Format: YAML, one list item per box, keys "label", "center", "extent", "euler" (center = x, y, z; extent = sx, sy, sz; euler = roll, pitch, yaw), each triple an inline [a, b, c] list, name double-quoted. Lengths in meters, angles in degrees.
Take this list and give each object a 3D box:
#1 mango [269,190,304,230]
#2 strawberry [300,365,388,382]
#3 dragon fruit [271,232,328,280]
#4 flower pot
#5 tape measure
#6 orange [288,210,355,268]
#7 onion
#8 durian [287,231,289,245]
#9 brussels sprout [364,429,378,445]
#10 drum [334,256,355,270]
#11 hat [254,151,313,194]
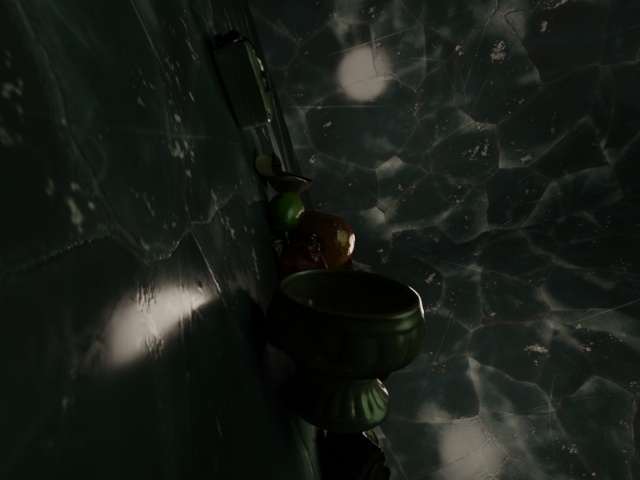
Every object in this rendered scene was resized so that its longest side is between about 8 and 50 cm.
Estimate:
- label: "mango"
  center: [-0.100, -0.083, 1.202]
  extent: [0.178, 0.100, 0.119]
  euler: [-73, 151, -70]
- label: "strawberry"
  center: [0.074, 0.325, 1.044]
  extent: [0.205, 0.244, 0.205]
  euler: [-16, 90, -89]
- label: "dragon fruit"
  center: [-0.033, 0.094, 1.136]
  extent: [0.211, 0.147, 0.282]
  euler: [-100, 176, -51]
- label: "flower pot"
  center: [0.040, 0.206, 0.793]
  extent: [0.307, 0.307, 0.244]
  euler: [-87, -178, -79]
- label: "tape measure"
  center: [-0.193, -0.431, 1.065]
  extent: [0.207, 0.115, 0.235]
  euler: [-95, 170, -59]
- label: "orange"
  center: [0.002, -0.001, 1.322]
  extent: [0.219, 0.219, 0.193]
  euler: [-98, -163, -66]
- label: "onion"
  center: [0.083, 0.596, 1.058]
  extent: [0.314, 0.146, 0.280]
  euler: [65, -19, -16]
- label: "durian"
  center: [-0.090, 0.000, 1.394]
  extent: [0.066, 0.052, 0.130]
  euler: [80, 6, -79]
- label: "brussels sprout"
  center: [0.118, 0.649, 1.324]
  extent: [0.183, 0.131, 0.145]
  euler: [79, -7, -62]
- label: "drum"
  center: [0.096, 0.287, 1.878]
  extent: [0.431, 0.214, 0.431]
  euler: [-15, 90, -86]
- label: "hat"
  center: [-0.137, -0.183, 1.238]
  extent: [0.166, 0.173, 0.144]
  euler: [37, -49, 17]
